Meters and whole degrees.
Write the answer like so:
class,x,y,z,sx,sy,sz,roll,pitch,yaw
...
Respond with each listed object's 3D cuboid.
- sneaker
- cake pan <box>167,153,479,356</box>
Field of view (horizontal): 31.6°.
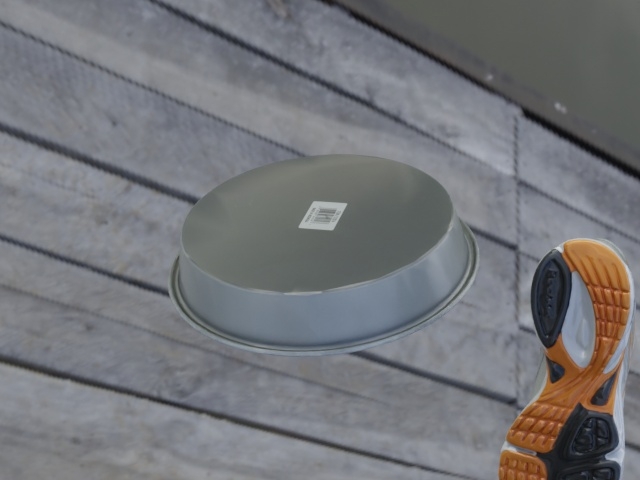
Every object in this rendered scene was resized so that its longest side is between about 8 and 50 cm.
class,x,y,z,sx,sy,sz,roll,pitch,yaw
sneaker,0.220,0.122,0.941,0.121,0.099,0.262,-19,121,-63
cake pan,0.000,0.000,1.052,0.293,0.293,0.054,-39,134,-42
